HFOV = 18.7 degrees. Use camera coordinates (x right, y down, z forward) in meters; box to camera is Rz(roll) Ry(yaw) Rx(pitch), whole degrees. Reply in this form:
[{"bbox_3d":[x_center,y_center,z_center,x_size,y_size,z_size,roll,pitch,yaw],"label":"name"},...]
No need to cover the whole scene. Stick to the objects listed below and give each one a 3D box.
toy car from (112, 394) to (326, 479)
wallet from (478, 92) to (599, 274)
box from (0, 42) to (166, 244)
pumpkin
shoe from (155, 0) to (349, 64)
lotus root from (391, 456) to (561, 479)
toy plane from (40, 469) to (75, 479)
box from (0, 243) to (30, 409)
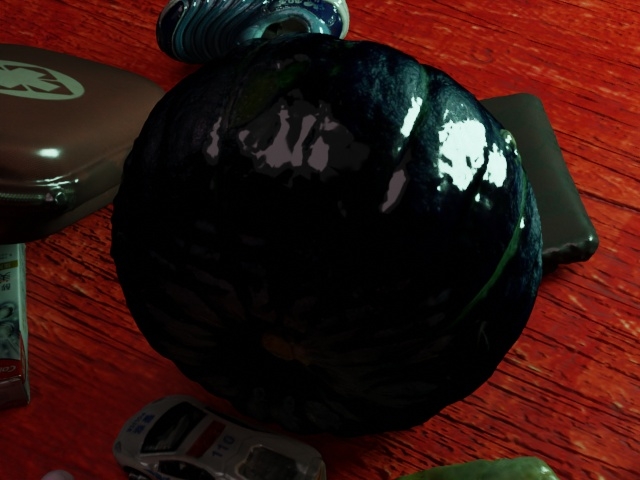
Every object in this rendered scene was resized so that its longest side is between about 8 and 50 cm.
[{"bbox_3d":[-0.090,0.187,1.648,0.205,0.056,0.095,20,54,30],"label":"toy car"},{"bbox_3d":[0.152,-0.042,1.836,0.182,0.049,0.229,-15,44,-2],"label":"wallet"},{"bbox_3d":[-0.296,-0.102,1.836,0.263,0.108,0.404,16,18,12],"label":"box"},{"bbox_3d":[0.000,0.000,1.602,0.363,0.363,0.266,3,54,17],"label":"pumpkin"},{"bbox_3d":[-0.073,-0.216,2.041,0.207,0.091,0.106,-1,39,9],"label":"shoe"},{"bbox_3d":[0.073,0.285,1.441,0.314,0.142,0.210,-23,44,-7],"label":"lotus root"},{"bbox_3d":[-0.261,0.292,1.521,0.252,0.118,0.252,-30,35,24],"label":"toy plane"},{"bbox_3d":[-0.306,0.070,1.836,0.055,0.039,0.218,-12,43,0],"label":"box"}]
